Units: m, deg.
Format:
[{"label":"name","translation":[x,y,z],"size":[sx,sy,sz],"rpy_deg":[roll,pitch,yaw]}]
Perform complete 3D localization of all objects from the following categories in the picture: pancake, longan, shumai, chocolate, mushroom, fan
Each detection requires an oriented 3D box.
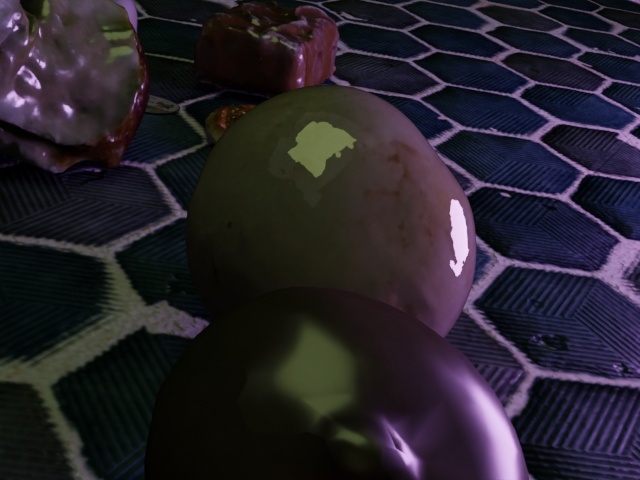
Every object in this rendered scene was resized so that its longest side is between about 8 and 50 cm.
[{"label":"pancake","translation":[-0.046,-0.116,1.004],"size":[0.158,0.028,0.158],"rpy_deg":[7,28,-4]},{"label":"longan","translation":[0.009,0.109,0.445],"size":[0.189,0.189,0.189],"rpy_deg":[9,27,-5]},{"label":"shumai","translation":[-0.301,-0.151,0.853],"size":[0.263,0.304,0.309],"rpy_deg":[38,21,-27]},{"label":"chocolate","translation":[-0.060,-0.246,1.178],"size":[0.148,0.093,0.214],"rpy_deg":[17,27,6]},{"label":"mushroom","translation":[-0.006,-0.005,0.653],"size":[0.209,0.206,0.206],"rpy_deg":[7,17,44]},{"label":"fan","translation":[-0.186,-0.147,1.035],"size":[0.060,0.003,0.080],"rpy_deg":[6,27,-10]}]

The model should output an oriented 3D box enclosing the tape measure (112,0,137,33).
[{"label":"tape measure","translation":[-0.309,-0.250,1.065],"size":[0.197,0.120,0.236],"rpy_deg":[10,32,-4]}]
